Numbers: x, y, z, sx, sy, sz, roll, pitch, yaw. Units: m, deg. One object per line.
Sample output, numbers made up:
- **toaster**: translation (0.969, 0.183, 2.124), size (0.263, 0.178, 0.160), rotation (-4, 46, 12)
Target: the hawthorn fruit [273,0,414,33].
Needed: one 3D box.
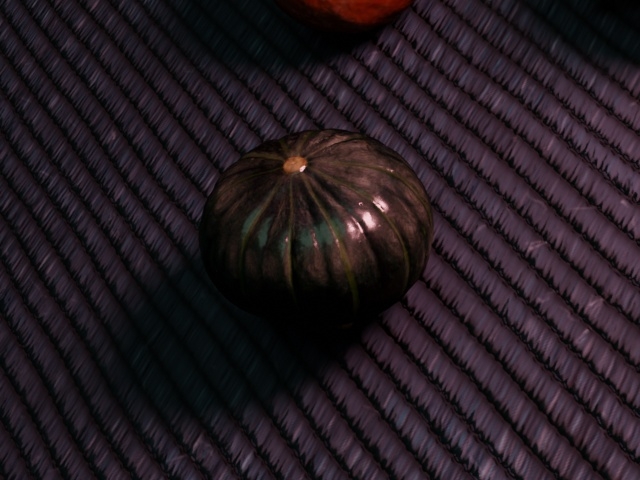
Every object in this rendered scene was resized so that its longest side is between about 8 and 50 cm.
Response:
- **hawthorn fruit**: translation (0.020, -0.391, 1.727), size (0.242, 0.271, 0.241), rotation (-15, 42, 15)

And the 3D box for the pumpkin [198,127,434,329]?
- **pumpkin**: translation (0.000, 0.000, 1.512), size (0.250, 0.216, 0.250), rotation (-14, 19, 5)
